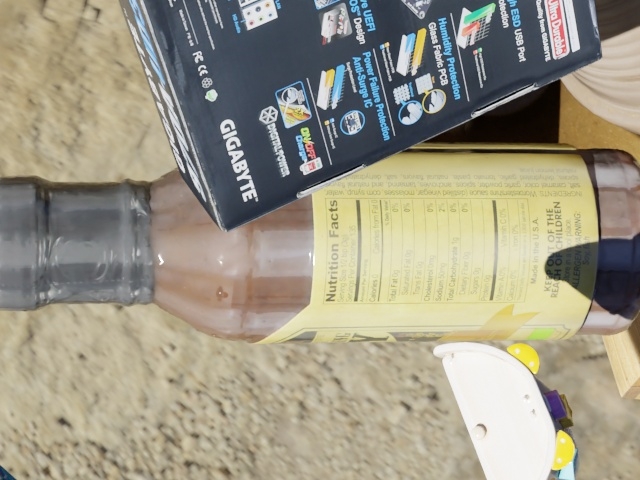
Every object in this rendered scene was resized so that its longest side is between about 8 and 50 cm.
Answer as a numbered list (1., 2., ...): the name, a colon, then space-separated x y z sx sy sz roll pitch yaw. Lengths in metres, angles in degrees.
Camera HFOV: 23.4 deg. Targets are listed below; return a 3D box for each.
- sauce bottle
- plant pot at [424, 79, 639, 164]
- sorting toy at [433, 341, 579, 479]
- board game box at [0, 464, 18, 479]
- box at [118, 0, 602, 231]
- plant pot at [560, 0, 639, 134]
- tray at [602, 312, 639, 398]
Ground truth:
1. sauce bottle: 0.000 0.000 0.825 0.344 0.111 0.111 1 103 -9
2. plant pot: 0.163 -0.132 1.217 0.237 0.254 0.237 -2 107 -5
3. sorting toy: 0.095 0.081 0.693 0.045 0.083 0.075 -27 160 19
4. board game box: -0.188 0.228 0.893 0.210 0.047 0.160 46 37 -20
5. box: 0.005 -0.131 0.563 0.175 0.051 0.220 -26 128 -11
6. plant pot: 0.179 -0.179 0.807 0.109 0.237 0.237 16 96 -34
7. tray: 0.326 -0.038 1.418 0.203 0.411 0.076 7 140 -21
